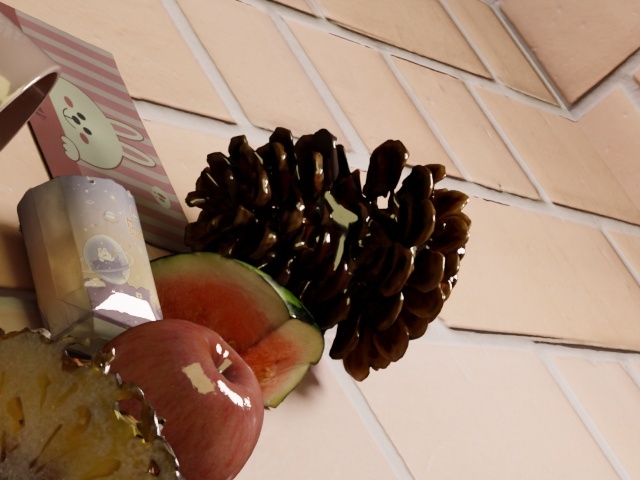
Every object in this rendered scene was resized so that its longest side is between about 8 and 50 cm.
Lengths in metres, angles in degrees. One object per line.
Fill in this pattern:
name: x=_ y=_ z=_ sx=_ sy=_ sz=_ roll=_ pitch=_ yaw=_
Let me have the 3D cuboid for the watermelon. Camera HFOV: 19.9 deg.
watermelon: x=-0.066 y=0.071 z=1.646 sx=0.193 sy=0.145 sz=0.137 roll=42 pitch=28 yaw=-17

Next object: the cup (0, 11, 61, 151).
cup: x=-0.353 y=-0.113 z=1.384 sx=0.200 sy=0.191 sz=0.253 roll=43 pitch=55 yaw=-3

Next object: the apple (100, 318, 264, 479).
apple: x=-0.115 y=0.133 z=1.474 sx=0.153 sy=0.120 sz=0.153 roll=41 pitch=22 yaw=-20

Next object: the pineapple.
pineapple: x=-0.183 y=0.195 z=1.179 sx=0.262 sy=0.262 sz=0.272 roll=56 pitch=-1 yaw=17

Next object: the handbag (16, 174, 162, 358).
handbag: x=-0.198 y=0.020 z=1.558 sx=0.117 sy=0.095 sz=0.173 roll=30 pitch=36 yaw=-51

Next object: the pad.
pad: x=-0.229 y=-0.114 z=1.826 sx=0.202 sy=0.005 sz=0.300 roll=22 pitch=34 yaw=-49

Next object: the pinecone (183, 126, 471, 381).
pinecone: x=0.001 y=-0.003 z=1.782 sx=0.292 sy=0.246 sz=0.246 roll=21 pitch=33 yaw=-31
